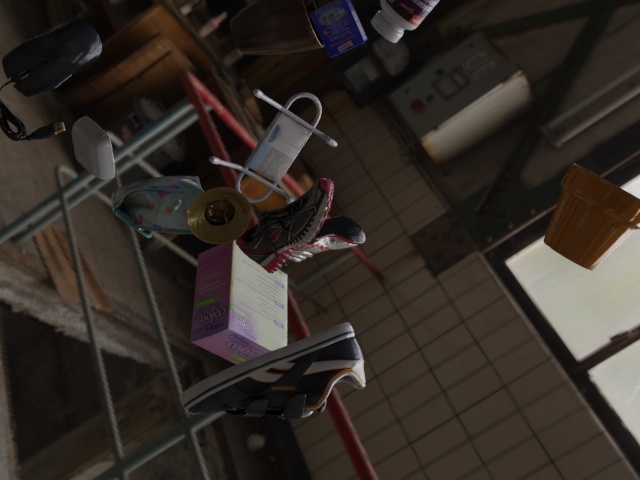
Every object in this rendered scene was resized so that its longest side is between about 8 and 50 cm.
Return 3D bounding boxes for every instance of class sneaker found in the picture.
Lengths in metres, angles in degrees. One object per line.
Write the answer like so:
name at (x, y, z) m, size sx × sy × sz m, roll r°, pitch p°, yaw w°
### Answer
sneaker at (-0.070, 0.251, 1.201) m, size 0.126 × 0.321 × 0.127 m, roll 119°, pitch -50°, yaw -70°
sneaker at (-0.001, -0.001, 2.070) m, size 0.270 × 0.145 × 0.090 m, roll -1°, pitch 64°, yaw -47°
sneaker at (-0.076, -0.036, 1.537) m, size 0.112 × 0.299 × 0.120 m, roll 35°, pitch 39°, yaw -16°

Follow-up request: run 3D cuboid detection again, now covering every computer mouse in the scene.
computer mouse at (-0.519, -0.292, 1.337) m, size 0.060 × 0.262 × 0.184 m, roll -117°, pitch -178°, yaw -67°

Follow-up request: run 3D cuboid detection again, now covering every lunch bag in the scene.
lunch bag at (-0.480, -0.106, 2.075) m, size 0.223 × 0.263 × 0.160 m, roll -133°, pitch -136°, yaw -69°

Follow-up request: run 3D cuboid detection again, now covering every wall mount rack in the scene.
wall mount rack at (-0.131, -0.251, 1.881) m, size 0.304 × 0.350 × 0.130 m, roll 28°, pitch 10°, yaw -34°

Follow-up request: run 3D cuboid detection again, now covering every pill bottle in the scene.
pill bottle at (0.205, -0.550, 1.608) m, size 0.108 × 0.193 × 0.108 m, roll 30°, pitch 32°, yaw -22°

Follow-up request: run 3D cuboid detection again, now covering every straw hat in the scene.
straw hat at (-0.218, -0.067, 1.536) m, size 0.144 × 0.145 × 0.061 m, roll 51°, pitch 14°, yaw -31°

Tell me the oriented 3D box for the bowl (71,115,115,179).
bowl at (-0.585, -0.230, 1.804) m, size 0.142 × 0.053 × 0.142 m, roll 40°, pitch -38°, yaw 31°

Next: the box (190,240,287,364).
box at (-0.190, 0.159, 1.707) m, size 0.214 × 0.117 × 0.242 m, roll 37°, pitch 40°, yaw -43°

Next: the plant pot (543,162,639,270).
plant pot at (0.606, -0.043, 1.588) m, size 0.205 × 0.187 × 0.205 m, roll 28°, pitch 15°, yaw -8°

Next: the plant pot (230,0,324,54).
plant pot at (-0.132, -0.620, 2.024) m, size 0.215 × 0.231 × 0.215 m, roll -17°, pitch 90°, yaw -77°

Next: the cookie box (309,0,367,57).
cookie box at (0.041, -0.476, 1.575) m, size 0.107 × 0.092 × 0.040 m, roll 63°, pitch 28°, yaw -18°
